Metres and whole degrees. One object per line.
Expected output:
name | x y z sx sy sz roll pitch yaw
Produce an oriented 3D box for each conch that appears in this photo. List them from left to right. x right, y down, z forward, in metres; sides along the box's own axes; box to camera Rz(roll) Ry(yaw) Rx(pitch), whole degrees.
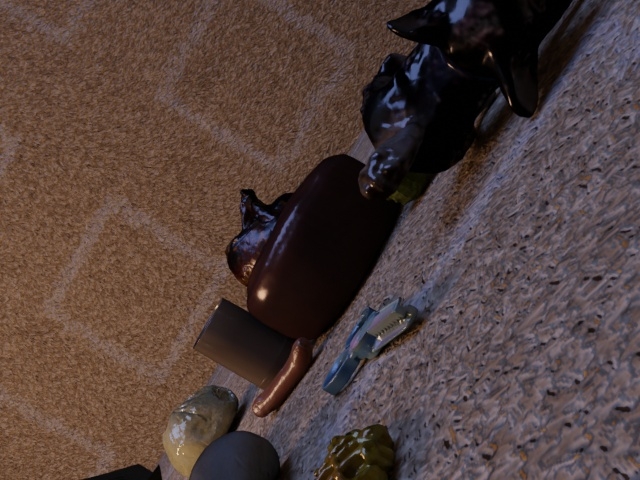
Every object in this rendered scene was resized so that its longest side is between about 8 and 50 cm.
conch | 0.132 -0.104 1.187 0.121 0.074 0.089 -36 47 15

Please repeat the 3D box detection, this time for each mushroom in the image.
mushroom | -0.104 0.334 0.886 0.328 0.122 0.159 -148 53 -85

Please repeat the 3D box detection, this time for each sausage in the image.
sausage | -0.061 0.233 1.268 0.186 0.043 0.043 -56 6 30

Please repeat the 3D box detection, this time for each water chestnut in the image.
water chestnut | -0.115 -0.008 1.866 0.300 0.300 0.300 -58 6 9

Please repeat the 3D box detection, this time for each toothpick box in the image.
toothpick box | -0.125 0.193 1.354 0.111 0.180 0.111 -58 7 12

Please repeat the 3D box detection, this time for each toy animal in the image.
toy animal | 0.169 -0.212 0.922 0.303 0.194 0.344 -56 -1 -44

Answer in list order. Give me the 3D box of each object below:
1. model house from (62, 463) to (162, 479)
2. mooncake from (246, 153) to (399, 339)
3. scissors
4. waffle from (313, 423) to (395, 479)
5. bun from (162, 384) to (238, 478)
model house | -0.252 0.459 1.136 0.243 0.204 0.211 -5 95 56
mooncake | 0.000 0.000 1.344 0.326 0.174 0.334 -59 6 22
scissors | 0.061 0.113 0.896 0.125 0.030 0.256 -61 3 -24
waffle | -0.001 0.246 0.643 0.149 0.051 0.194 -48 12 55
bun | -0.278 0.423 1.702 0.220 0.134 0.220 -62 3 6
